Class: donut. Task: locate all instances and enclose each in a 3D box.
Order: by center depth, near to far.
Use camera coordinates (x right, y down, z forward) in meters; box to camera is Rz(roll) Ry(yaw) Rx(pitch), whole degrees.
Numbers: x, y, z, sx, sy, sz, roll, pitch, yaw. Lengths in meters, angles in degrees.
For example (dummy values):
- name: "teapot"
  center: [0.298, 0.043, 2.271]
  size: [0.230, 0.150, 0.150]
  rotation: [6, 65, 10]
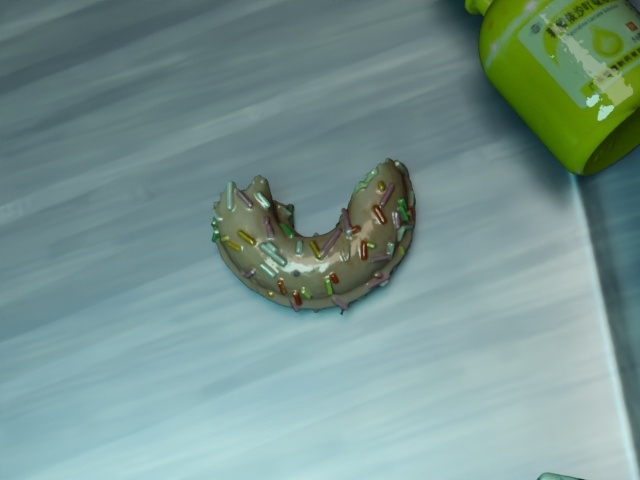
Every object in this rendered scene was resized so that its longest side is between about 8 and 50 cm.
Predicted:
- name: "donut"
  center: [0.000, 0.000, 1.171]
  size: [0.166, 0.065, 0.117]
  rotation: [-17, 72, 1]

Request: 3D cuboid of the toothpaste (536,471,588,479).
- name: "toothpaste"
  center: [0.345, 0.233, 1.073]
  size: [0.392, 0.061, 0.099]
  rotation: [5, 75, 8]

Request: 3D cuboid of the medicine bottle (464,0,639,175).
- name: "medicine bottle"
  center: [0.178, -0.165, 1.179]
  size: [0.122, 0.122, 0.212]
  rotation: [-36, 74, -7]
